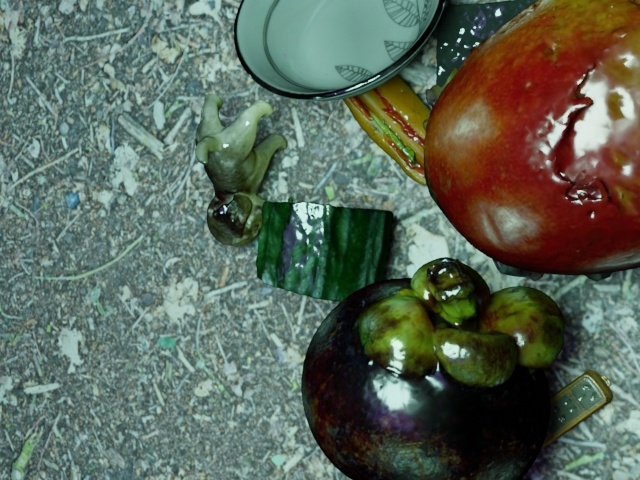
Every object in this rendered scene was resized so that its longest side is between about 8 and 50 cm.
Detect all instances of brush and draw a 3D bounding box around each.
[{"bbox_3d":[0.247,-0.254,1.312,0.197,0.059,0.123,0,90,28],"label":"brush"}]

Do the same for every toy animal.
[{"bbox_3d":[-0.120,-0.105,1.469,0.121,0.233,0.169,12,57,18],"label":"toy animal"}]

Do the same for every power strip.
[{"bbox_3d":[0.306,0.235,1.310,0.178,0.028,0.049,-43,72,24],"label":"power strip"}]

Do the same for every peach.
[{"bbox_3d":[0.317,-0.131,1.110,0.416,0.353,0.339,-26,79,30],"label":"peach"}]

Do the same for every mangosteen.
[{"bbox_3d":[0.138,0.177,1.247,0.330,0.330,0.330,1,92,30],"label":"mangosteen"}]

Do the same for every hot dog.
[{"bbox_3d":[0.110,-0.165,1.392,0.236,0.062,0.092,48,109,19],"label":"hot dog"}]

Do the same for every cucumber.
[{"bbox_3d":[0.010,0.002,1.389,0.191,0.191,0.130,18,100,28],"label":"cucumber"}]

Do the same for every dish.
[{"bbox_3d":[0.039,-0.300,1.371,0.316,0.106,0.317,-11,59,20],"label":"dish"}]
